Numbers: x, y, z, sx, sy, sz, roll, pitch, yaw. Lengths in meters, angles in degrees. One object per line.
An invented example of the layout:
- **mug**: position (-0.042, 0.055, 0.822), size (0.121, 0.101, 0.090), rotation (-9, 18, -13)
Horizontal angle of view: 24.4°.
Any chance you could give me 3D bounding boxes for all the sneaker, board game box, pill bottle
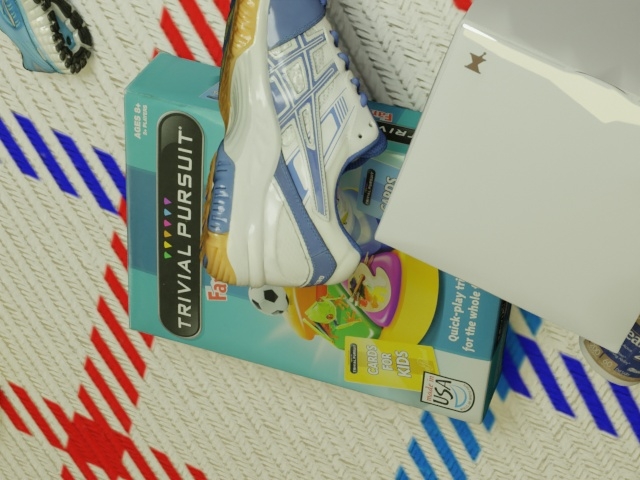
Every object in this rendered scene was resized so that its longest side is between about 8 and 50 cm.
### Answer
- **sneaker**: position (-0.261, -0.207, 1.250), size (0.073, 0.063, 0.162), rotation (-7, 119, 30)
- **board game box**: position (0.000, 0.000, 1.268), size (0.336, 0.079, 0.253), rotation (14, 126, 14)
- **sneaker**: position (-0.013, -0.107, 1.134), size (0.131, 0.112, 0.296), rotation (7, 84, -8)
- **pill bottle**: position (0.268, 0.059, 1.201), size (0.067, 0.067, 0.120), rotation (33, 129, -1)

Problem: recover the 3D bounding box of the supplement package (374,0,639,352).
- **supplement package**: position (0.179, -0.101, 0.988), size (0.177, 0.293, 0.175), rotation (26, 128, 6)
